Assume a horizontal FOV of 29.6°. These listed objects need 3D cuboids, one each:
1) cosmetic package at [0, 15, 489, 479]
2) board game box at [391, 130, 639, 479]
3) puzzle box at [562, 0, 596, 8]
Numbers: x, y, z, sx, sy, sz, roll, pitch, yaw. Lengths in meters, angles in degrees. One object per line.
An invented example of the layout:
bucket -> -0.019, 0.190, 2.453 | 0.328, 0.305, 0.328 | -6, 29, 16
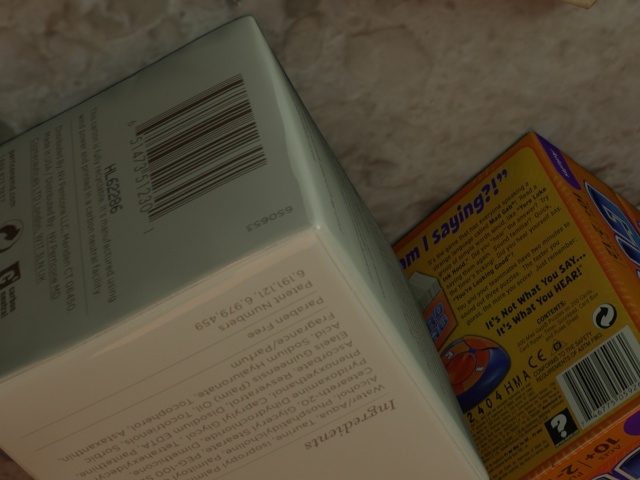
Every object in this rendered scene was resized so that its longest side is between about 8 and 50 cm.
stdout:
cosmetic package -> -0.091, 0.082, 1.138 | 0.327, 0.329, 0.393 | -27, 130, 7
board game box -> 0.271, 0.170, 1.391 | 0.356, 0.356, 0.356 | -41, 136, 22
puzzle box -> 0.293, -0.363, 0.967 | 0.409, 0.052, 0.272 | -46, 157, 27
